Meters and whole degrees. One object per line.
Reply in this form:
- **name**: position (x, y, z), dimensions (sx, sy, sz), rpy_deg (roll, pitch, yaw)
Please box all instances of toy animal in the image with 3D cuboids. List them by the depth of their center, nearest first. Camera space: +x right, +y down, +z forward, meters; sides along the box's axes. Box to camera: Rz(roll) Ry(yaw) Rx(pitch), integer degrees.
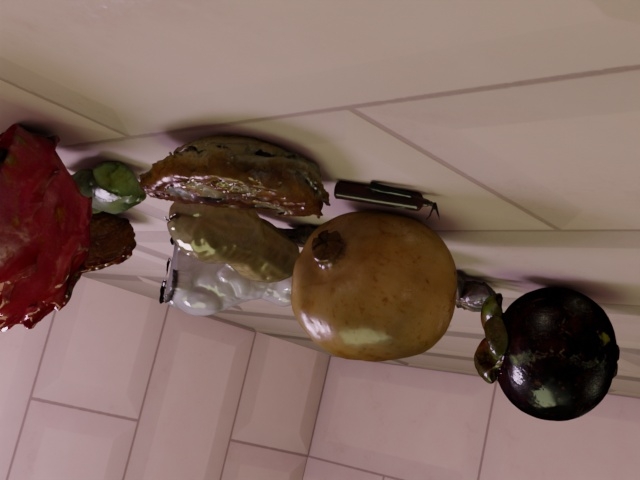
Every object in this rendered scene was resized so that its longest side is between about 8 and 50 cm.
- **toy animal**: position (-0.195, 0.094, 2.228), dimensions (0.357, 0.194, 0.258), rpy_deg (8, 160, -15)

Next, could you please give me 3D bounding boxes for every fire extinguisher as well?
- **fire extinguisher**: position (0.105, -0.072, 1.456), dimensions (0.173, 0.035, 0.049), rpy_deg (10, 130, 17)

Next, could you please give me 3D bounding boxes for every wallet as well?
- **wallet**: position (0.000, 0.000, 1.884), dimensions (0.152, 0.039, 0.118), rpy_deg (3, 167, 46)

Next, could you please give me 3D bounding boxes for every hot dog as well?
- **hot dog**: position (-0.622, -0.016, 2.151), dimensions (0.387, 0.174, 0.267), rpy_deg (18, 165, -20)

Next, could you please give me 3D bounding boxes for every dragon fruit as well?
- **dragon fruit**: position (-0.526, -0.003, 1.600), dimensions (0.249, 0.386, 0.371), rpy_deg (32, 134, -26)

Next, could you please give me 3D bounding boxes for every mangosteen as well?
- **mangosteen**: position (0.453, 0.224, 1.874), dimensions (0.288, 0.288, 0.288), rpy_deg (12, 168, 3)

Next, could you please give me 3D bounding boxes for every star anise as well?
- **star anise**: position (0.293, 0.105, 2.007), dimensions (0.182, 0.065, 0.195), rpy_deg (14, 168, 15)

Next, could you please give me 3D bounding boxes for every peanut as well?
- **peanut**: position (-0.156, -0.002, 1.786), dimensions (0.149, 0.149, 0.313), rpy_deg (4, 160, 38)

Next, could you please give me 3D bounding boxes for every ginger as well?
- **ginger**: position (-0.423, -0.092, 1.797), dimensions (0.137, 0.089, 0.290), rpy_deg (-2, 176, -39)

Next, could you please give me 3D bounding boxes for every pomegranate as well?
- **pomegranate**: position (0.096, 0.081, 1.619), dimensions (0.307, 0.307, 0.307), rpy_deg (12, 168, 3)

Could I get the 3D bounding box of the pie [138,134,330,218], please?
- **pie**: position (-0.123, -0.095, 1.450), dimensions (0.308, 0.085, 0.308), rpy_deg (8, 169, 2)
